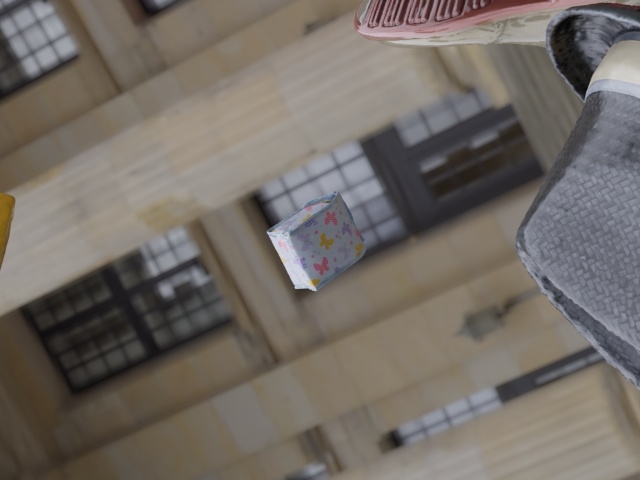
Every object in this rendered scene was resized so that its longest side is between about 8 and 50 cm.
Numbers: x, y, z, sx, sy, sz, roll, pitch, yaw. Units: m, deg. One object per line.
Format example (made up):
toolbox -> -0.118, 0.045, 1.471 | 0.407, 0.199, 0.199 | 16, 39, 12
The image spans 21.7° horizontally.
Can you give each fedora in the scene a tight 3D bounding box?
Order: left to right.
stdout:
fedora -> 0.230, 0.019, 0.926 | 0.334, 0.152, 0.334 | 36, 175, 4

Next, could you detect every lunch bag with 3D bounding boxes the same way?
lunch bag -> 0.000, 0.000, 1.660 | 0.053, 0.083, 0.071 | 6, 127, 58

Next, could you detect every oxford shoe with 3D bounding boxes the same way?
oxford shoe -> 0.185, -0.210, 1.532 | 0.130, 0.348, 0.123 | 43, -122, -39

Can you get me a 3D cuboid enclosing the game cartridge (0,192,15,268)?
game cartridge -> -0.495, 0.043, 1.682 | 0.053, 0.323, 0.285 | 113, 168, -56
